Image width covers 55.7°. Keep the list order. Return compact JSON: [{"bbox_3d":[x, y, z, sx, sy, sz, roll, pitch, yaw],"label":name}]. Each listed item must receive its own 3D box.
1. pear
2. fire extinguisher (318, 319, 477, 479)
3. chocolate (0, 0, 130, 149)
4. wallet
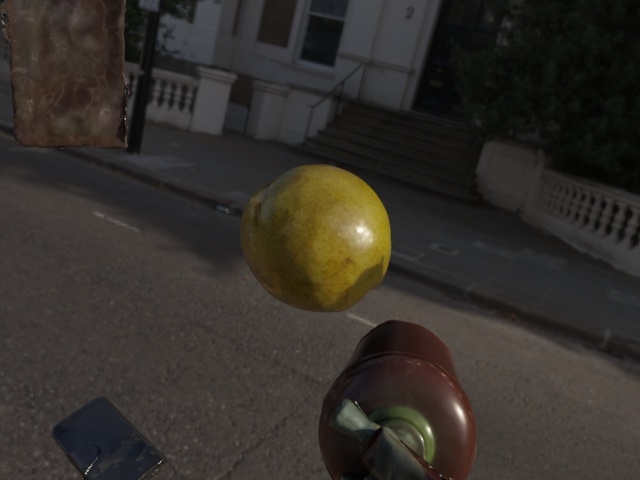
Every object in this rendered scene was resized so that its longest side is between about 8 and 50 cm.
[{"bbox_3d":[0.000,0.000,0.835,0.209,0.209,0.209,13,15,-4],"label":"pear"},{"bbox_3d":[0.076,0.139,0.456,0.147,0.106,0.337,30,4,8],"label":"fire extinguisher"},{"bbox_3d":[-0.228,-0.250,0.553,0.112,0.321,0.112,-2,18,-17],"label":"chocolate"},{"bbox_3d":[-0.259,0.249,0.732,0.082,0.018,0.157,-32,41,-33],"label":"wallet"}]
